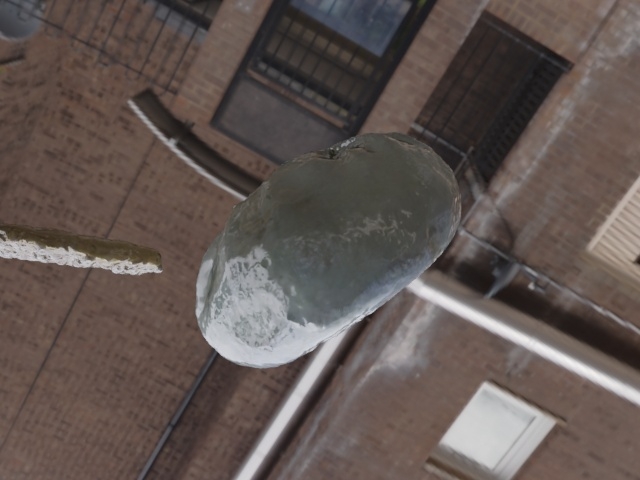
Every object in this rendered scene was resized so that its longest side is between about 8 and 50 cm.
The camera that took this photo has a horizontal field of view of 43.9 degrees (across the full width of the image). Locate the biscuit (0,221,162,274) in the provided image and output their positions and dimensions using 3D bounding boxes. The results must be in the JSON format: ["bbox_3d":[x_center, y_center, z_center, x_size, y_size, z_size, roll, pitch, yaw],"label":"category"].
[{"bbox_3d":[-0.273,0.001,0.716,0.250,0.032,0.133,6,174,34],"label":"biscuit"}]

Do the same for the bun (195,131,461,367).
[{"bbox_3d":[-0.001,0.001,0.939,0.194,0.354,0.354,53,-159,-1],"label":"bun"}]
